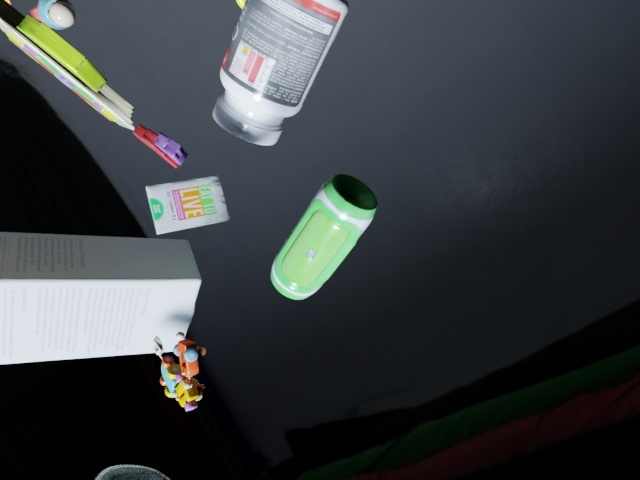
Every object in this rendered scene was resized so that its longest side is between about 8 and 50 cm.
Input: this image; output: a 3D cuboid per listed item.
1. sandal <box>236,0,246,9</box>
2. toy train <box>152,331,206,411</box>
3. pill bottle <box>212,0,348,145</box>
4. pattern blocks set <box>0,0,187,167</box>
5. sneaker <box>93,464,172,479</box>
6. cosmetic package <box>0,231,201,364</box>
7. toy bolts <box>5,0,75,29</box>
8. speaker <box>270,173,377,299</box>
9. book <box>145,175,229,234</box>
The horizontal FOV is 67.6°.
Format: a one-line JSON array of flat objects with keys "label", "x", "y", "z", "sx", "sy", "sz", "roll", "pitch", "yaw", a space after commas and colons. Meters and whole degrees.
[{"label": "sandal", "x": -0.130, "y": -0.697, "z": 1.147, "sx": 0.317, "sy": 0.126, "sz": 0.138, "roll": -58, "pitch": -144, "yaw": 2}, {"label": "toy train", "x": -0.217, "y": 0.200, "z": 0.764, "sx": 0.046, "sy": 0.125, "sz": 0.166, "roll": -10, "pitch": -179, "yaw": -35}, {"label": "pill bottle", "x": -0.105, "y": -0.416, "z": 1.092, "sx": 0.210, "sy": 0.210, "sz": 0.363, "roll": -30, "pitch": 154, "yaw": -59}, {"label": "pattern blocks set", "x": -0.298, "y": -0.199, "z": 0.570, "sx": 0.026, "sy": 0.325, "sz": 0.285, "roll": -52, "pitch": -163, "yaw": -7}, {"label": "sneaker", "x": -0.268, "y": 0.507, "z": 0.890, "sx": 0.178, "sy": 0.295, "sz": 0.123, "roll": -23, "pitch": -142, "yaw": 42}, {"label": "cosmetic package", "x": -0.515, "y": 0.121, "z": 1.029, "sx": 0.453, "sy": 0.161, "sz": 0.230, "roll": 4, "pitch": 124, "yaw": -31}, {"label": "toy bolts", "x": -0.733, "y": -0.595, "z": 1.185, "sx": 0.228, "sy": 0.158, "sz": 0.218, "roll": 29, "pitch": 95, "yaw": -50}, {"label": "speaker", "x": 0.000, "y": 0.000, "z": 1.039, "sx": 0.131, "sy": 0.131, "sz": 0.296, "roll": -30, "pitch": 160, "yaw": -52}, {"label": "book", "x": -0.267, "y": -0.073, "z": 0.964, "sx": 0.144, "sy": 0.096, "sz": 0.035, "roll": -14, "pitch": 180, "yaw": -24}]
